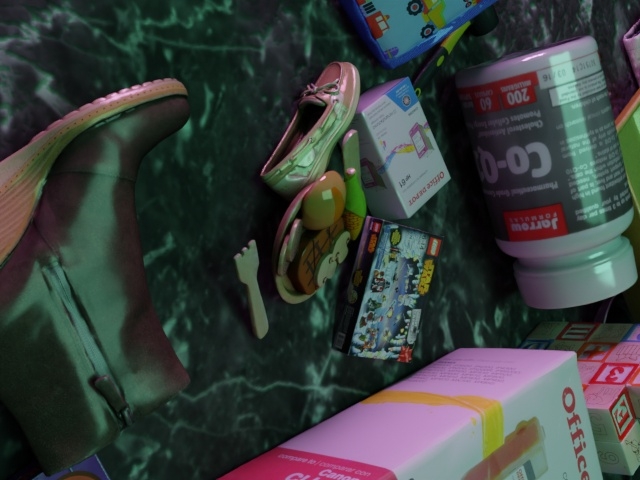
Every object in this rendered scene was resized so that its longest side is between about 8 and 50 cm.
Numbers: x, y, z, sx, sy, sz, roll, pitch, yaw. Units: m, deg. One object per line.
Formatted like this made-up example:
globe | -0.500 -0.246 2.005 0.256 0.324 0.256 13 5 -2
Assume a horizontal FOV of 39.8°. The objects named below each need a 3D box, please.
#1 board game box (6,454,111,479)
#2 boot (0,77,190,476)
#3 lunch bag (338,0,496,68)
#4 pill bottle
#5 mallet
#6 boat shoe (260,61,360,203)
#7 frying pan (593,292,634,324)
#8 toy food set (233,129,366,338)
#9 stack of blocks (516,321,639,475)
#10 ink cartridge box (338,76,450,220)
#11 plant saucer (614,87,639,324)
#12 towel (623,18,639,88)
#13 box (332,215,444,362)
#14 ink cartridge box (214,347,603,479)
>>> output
board game box | -0.172 0.343 0.620 0.208 0.056 0.347 -38 106 -46
boot | -0.154 0.018 0.643 0.248 0.090 0.207 -37 100 -24
lunch bag | 0.107 -0.332 0.890 0.293 0.138 0.221 -40 122 -11
pill bottle | 0.264 -0.076 1.014 0.161 0.161 0.283 -25 103 -42
mallet | 0.148 -0.213 1.007 0.062 0.039 0.190 45 63 -34
boat shoe | -0.009 -0.110 0.834 0.048 0.056 0.153 36 72 -35
frying pan | 0.451 0.215 1.239 0.197 0.053 0.326 -35 110 -40
toy food set | 0.000 0.000 0.808 0.192 0.038 0.132 -50 148 -33
stack of blocks | 0.344 0.171 0.975 0.171 0.297 0.087 -37 112 -40
ink cartridge box | 0.074 -0.092 0.910 0.088 0.052 0.123 -41 115 -38
plant saucer | 0.456 -0.034 1.208 0.332 0.081 0.333 -40 109 -51
towel | 0.609 -0.254 1.428 0.312 0.056 0.324 -44 115 -36
box | 0.069 0.051 0.889 0.093 0.027 0.137 12 93 -42
ink cartridge box | 0.109 0.290 0.837 0.384 0.160 0.279 -20 100 -42
